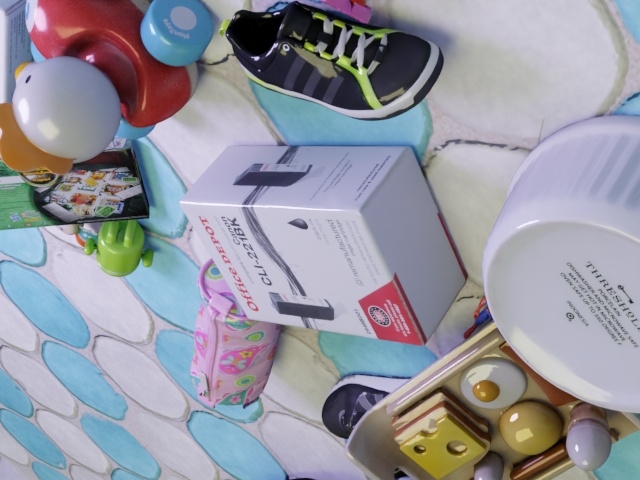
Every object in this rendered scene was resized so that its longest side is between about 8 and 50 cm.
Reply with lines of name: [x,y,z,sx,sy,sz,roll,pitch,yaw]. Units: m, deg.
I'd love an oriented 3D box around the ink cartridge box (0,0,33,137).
ink cartridge box: [-0.488,-0.289,1.294,0.239,0.060,0.275,37,147,4]

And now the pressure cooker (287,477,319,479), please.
pressure cooker: [-0.001,0.663,1.678,0.420,0.370,0.375,52,148,-13]

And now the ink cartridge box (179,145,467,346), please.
ink cartridge box: [0.000,0.000,1.125,0.273,0.114,0.197,5,135,41]

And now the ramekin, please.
ramekin: [0.269,0.034,0.880,0.273,0.127,0.273,26,139,24]

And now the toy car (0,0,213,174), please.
toy car: [-0.271,-0.174,1.064,0.210,0.238,0.219,43,146,-6]

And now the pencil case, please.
pencil case: [-0.122,0.133,1.392,0.124,0.124,0.284,31,145,11]

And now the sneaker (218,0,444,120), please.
sneaker: [-0.001,-0.174,0.924,0.234,0.084,0.097,11,162,35]

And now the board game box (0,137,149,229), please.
board game box: [-0.372,-0.073,1.341,0.259,0.030,0.136,-4,139,0]

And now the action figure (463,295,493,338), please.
action figure: [0.195,0.086,1.123,0.038,0.030,0.115,34,144,13]

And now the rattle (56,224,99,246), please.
rattle: [-0.404,-0.027,1.456,0.130,0.143,0.200,2,128,23]

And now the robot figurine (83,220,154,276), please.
robot figurine: [-0.296,0.010,1.455,0.101,0.067,0.115,10,146,-11]

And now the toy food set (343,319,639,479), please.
toy food set: [0.204,0.232,1.133,0.220,0.092,0.306,41,121,-14]

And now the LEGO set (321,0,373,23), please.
LEGO set: [-0.048,-0.285,0.861,0.227,0.093,0.087,22,-170,-23]

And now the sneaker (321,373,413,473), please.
sneaker: [0.076,0.257,1.346,0.107,0.124,0.283,50,145,-16]

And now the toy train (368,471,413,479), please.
toy train: [0.168,0.415,1.400,0.334,0.190,0.142,82,172,-50]
